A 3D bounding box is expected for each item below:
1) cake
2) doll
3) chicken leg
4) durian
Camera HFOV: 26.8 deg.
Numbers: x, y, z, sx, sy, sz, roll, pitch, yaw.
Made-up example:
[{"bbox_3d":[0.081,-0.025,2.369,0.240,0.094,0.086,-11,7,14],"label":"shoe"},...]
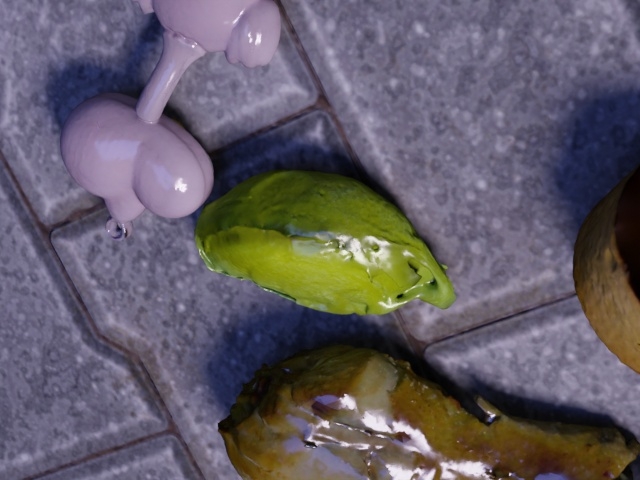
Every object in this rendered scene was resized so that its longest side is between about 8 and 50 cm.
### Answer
[{"bbox_3d":[0.303,0.040,1.085,0.207,0.185,0.178,23,153,11],"label":"cake"},{"bbox_3d":[-0.136,-0.151,1.235,0.160,0.094,0.365,29,118,7],"label":"doll"},{"bbox_3d":[0.107,0.199,1.256,0.429,0.153,0.201,8,126,12],"label":"chicken leg"},{"bbox_3d":[0.000,0.000,1.238,0.250,0.101,0.139,6,147,21],"label":"durian"}]
